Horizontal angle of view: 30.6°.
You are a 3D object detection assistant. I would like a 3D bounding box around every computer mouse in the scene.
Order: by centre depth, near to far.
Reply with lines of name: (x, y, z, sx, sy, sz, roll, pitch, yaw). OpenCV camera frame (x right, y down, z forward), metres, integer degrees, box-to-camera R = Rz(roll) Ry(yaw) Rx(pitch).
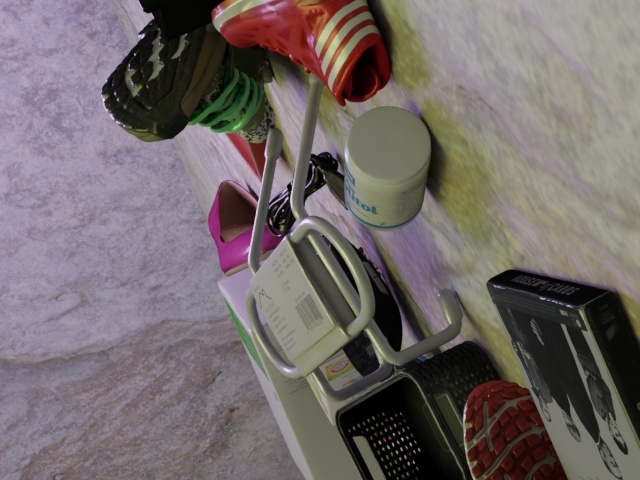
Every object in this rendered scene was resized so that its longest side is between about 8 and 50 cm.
computer mouse: (0.041, 0.020, 1.327, 0.262, 0.060, 0.184, 57, 147, 19)

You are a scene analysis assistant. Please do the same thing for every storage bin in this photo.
storage bin: (0.104, 0.185, 1.124, 0.122, 0.084, 0.180, 63, 150, 10)

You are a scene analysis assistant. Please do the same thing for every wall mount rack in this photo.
wall mount rack: (0.000, 0.000, 1.178, 0.304, 0.131, 0.350, 60, 158, 8)

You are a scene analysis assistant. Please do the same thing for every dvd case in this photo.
dvd case: (0.199, 0.138, 0.812, 0.238, 0.030, 0.179, 65, 171, -8)

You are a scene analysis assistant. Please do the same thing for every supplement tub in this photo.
supplement tub: (0.055, -0.058, 0.972, 0.071, 0.071, 0.107, 61, 171, 21)

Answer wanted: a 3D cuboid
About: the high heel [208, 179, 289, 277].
high heel: (-0.132, -0.034, 2.006, 0.377, 0.127, 0.181, 163, 96, -72)

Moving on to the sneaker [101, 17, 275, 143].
sneaker: (-0.109, -0.180, 1.291, 0.182, 0.158, 0.410, 46, -160, -17)

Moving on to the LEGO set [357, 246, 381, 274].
LEGO set: (0.051, 0.036, 1.401, 0.054, 0.023, 0.083, 65, 171, -5)

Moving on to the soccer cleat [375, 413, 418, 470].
soccer cleat: (0.134, 0.270, 1.473, 0.076, 0.068, 0.196, 37, 175, -22)

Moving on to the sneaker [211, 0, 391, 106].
sneaker: (-0.018, -0.162, 0.991, 0.128, 0.087, 0.221, 64, 163, -6)

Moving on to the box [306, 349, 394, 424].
box: (0.028, 0.146, 1.580, 0.114, 0.103, 0.203, 59, 170, 29)

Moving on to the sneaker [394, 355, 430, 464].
sneaker: (0.126, 0.201, 1.245, 0.188, 0.078, 0.067, 62, 175, 23)

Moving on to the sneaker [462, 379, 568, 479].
sneaker: (0.180, 0.222, 0.963, 0.225, 0.088, 0.093, 64, 172, 7)

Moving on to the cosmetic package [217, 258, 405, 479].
cosmetic package: (-0.009, 0.217, 1.832, 0.197, 0.155, 0.365, 45, 158, 61)

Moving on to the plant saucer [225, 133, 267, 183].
plant saucer: (-0.141, -0.244, 1.662, 0.258, 0.048, 0.259, 53, 165, 52)

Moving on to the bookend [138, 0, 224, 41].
bookend: (-0.099, -0.238, 1.086, 0.072, 0.156, 0.157, 62, 172, 14)
